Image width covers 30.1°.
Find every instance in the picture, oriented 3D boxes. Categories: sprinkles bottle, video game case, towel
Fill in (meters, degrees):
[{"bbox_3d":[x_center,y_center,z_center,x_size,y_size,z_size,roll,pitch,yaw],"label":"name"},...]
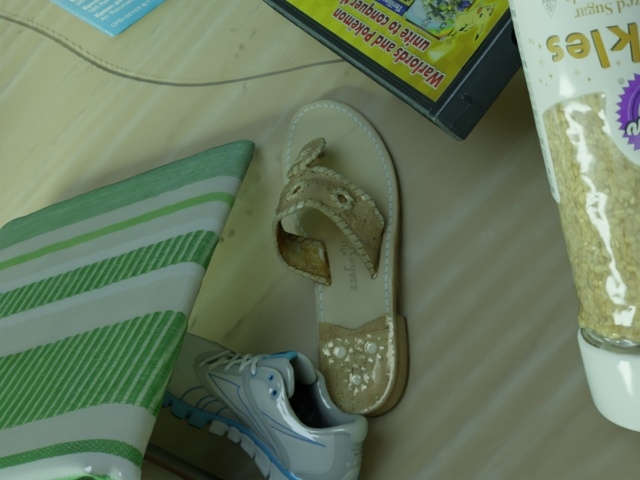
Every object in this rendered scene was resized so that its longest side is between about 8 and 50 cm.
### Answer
[{"bbox_3d":[0.168,-0.080,0.626,0.121,0.121,0.355,-9,105,26],"label":"sprinkles bottle"},{"bbox_3d":[0.093,-0.217,0.784,0.248,0.035,0.275,-52,36,6],"label":"video game case"},{"bbox_3d":[-0.181,0.062,0.815,0.248,0.038,0.324,-18,31,23],"label":"towel"}]

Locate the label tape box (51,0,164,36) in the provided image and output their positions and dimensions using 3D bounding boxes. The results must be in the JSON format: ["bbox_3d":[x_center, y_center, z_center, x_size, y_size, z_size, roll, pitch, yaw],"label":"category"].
[{"bbox_3d":[-0.167,-0.305,0.825,0.249,0.348,0.115,-31,64,18],"label":"label tape box"}]

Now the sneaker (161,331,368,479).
[{"bbox_3d":[-0.041,0.098,0.801,0.191,0.071,0.082,30,122,24],"label":"sneaker"}]

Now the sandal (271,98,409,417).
[{"bbox_3d":[0.006,-0.002,0.809,0.088,0.079,0.240,-18,69,23],"label":"sandal"}]

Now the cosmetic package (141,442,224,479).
[{"bbox_3d":[-0.086,0.235,0.767,0.296,0.129,0.153,18,85,30],"label":"cosmetic package"}]
